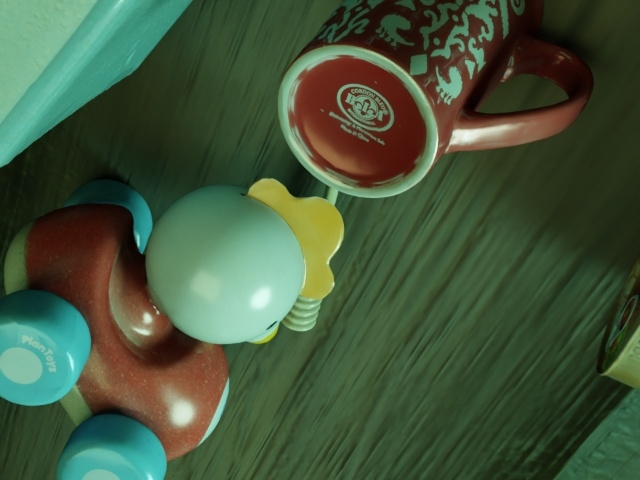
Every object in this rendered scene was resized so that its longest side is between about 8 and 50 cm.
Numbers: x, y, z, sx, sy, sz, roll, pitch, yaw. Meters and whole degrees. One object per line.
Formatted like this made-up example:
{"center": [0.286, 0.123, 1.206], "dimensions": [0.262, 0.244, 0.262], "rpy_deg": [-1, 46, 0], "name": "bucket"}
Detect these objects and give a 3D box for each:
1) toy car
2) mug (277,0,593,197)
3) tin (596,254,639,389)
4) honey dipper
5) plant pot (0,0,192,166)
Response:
{"center": [-0.084, 0.046, 0.843], "dimensions": [0.238, 0.219, 0.210], "rpy_deg": [-21, 112, 17], "name": "toy car"}
{"center": [0.067, -0.105, 0.659], "dimensions": [0.150, 0.169, 0.113], "rpy_deg": [2, 122, 27], "name": "mug"}
{"center": [0.221, 0.013, 0.704], "dimensions": [0.040, 0.106, 0.189], "rpy_deg": [27, 131, 8], "name": "tin"}
{"center": [0.000, 0.000, 0.865], "dimensions": [0.030, 0.030, 0.160], "rpy_deg": [25, 127, 10], "name": "honey dipper"}
{"center": [-0.144, -0.237, 0.638], "dimensions": [0.252, 0.247, 0.248], "rpy_deg": [-39, 100, 24], "name": "plant pot"}
